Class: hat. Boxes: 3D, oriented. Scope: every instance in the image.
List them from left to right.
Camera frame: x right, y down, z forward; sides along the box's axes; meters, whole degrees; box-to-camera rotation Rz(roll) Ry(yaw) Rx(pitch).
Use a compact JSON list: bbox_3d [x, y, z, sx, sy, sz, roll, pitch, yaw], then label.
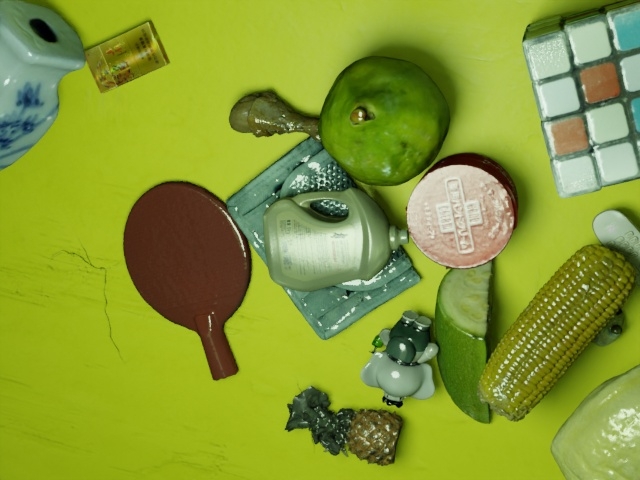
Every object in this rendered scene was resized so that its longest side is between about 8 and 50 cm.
[{"bbox_3d":[0.504,0.153,1.640,0.077,0.059,0.076,22,115,3],"label":"hat"}]

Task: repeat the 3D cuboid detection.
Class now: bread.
[{"bbox_3d":[0.565,0.337,1.549,0.237,0.320,0.321,47,115,28],"label":"bread"}]

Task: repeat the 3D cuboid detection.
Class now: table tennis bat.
[{"bbox_3d":[-0.251,0.083,1.827,0.268,0.051,0.415,-14,101,19],"label":"table tennis bat"}]

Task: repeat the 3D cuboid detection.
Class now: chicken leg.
[{"bbox_3d":[-0.068,-0.222,1.669,0.197,0.085,0.069,13,135,11],"label":"chicken leg"}]

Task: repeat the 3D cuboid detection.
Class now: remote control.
[{"bbox_3d":[0.564,0.030,1.594,0.229,0.044,0.073,45,135,-8],"label":"remote control"}]

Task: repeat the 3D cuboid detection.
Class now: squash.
[{"bbox_3d":[0.273,0.190,1.727,0.111,0.203,0.289,2,142,14],"label":"squash"}]

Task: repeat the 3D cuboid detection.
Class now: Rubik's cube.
[{"bbox_3d":[0.467,-0.239,1.425,0.253,0.259,0.256,-13,102,16],"label":"Rubik's cube"}]

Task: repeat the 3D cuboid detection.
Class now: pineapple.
[{"bbox_3d":[0.042,0.365,1.802,0.237,0.119,0.111,12,139,12],"label":"pineapple"}]

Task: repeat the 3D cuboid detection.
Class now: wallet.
[{"bbox_3d":[0.000,0.000,1.723,0.237,0.075,0.342,-34,95,18],"label":"wallet"}]

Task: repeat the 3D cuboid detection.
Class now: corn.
[{"bbox_3d":[0.400,0.159,1.573,0.131,0.131,0.344,40,89,1],"label":"corn"}]

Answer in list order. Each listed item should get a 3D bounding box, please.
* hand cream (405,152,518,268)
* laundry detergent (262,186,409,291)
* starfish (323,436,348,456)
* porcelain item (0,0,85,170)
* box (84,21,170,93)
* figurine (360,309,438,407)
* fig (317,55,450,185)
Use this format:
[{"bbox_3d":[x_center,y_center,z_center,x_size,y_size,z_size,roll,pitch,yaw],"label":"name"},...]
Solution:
[{"bbox_3d":[0.252,-0.054,1.608,0.193,0.125,0.193,4,108,13],"label":"hand cream"},{"bbox_3d":[0.031,-0.002,1.628,0.253,0.091,0.181,-5,98,13],"label":"laundry detergent"},{"bbox_3d":[0.041,0.402,1.860,0.092,0.016,0.086,16,111,16],"label":"starfish"},{"bbox_3d":[-0.633,-0.258,1.726,0.405,0.242,0.178,-42,74,24],"label":"porcelain item"},{"bbox_3d":[-0.371,-0.348,1.741,0.156,0.022,0.089,-17,101,19],"label":"box"},{"bbox_3d":[0.156,0.227,1.716,0.147,0.126,0.193,19,107,11],"label":"figurine"},{"bbox_3d":[0.117,-0.191,1.520,0.233,0.314,0.233,-3,103,-13],"label":"fig"}]
